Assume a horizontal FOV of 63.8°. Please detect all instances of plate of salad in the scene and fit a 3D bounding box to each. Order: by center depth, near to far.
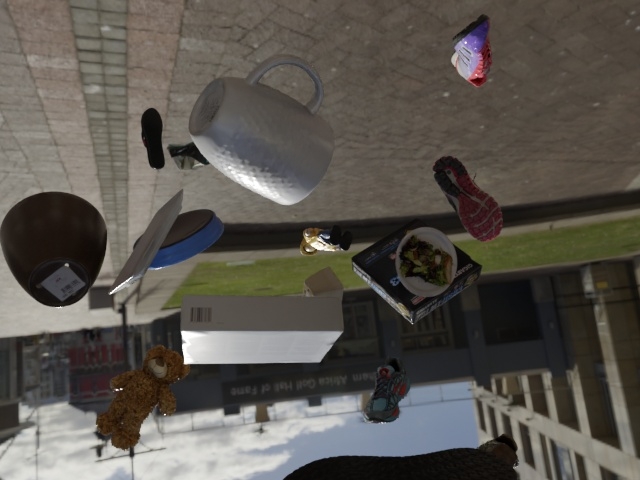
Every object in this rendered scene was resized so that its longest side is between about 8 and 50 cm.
[{"bbox_3d":[0.306,0.061,1.456,0.199,0.200,0.048,-4,179,-18],"label":"plate of salad"}]

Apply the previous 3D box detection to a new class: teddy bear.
[{"bbox_3d":[-0.575,0.494,1.646,0.338,0.245,0.113,-40,142,-7],"label":"teddy bear"}]

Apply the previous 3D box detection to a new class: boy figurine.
[{"bbox_3d":[0.000,0.000,2.042,0.177,0.092,0.285,27,159,-28],"label":"boy figurine"}]

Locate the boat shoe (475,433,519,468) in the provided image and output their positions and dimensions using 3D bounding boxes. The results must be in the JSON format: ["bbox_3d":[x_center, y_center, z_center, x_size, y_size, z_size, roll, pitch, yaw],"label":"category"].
[{"bbox_3d":[0.421,0.500,1.191,0.095,0.095,0.257,-49,159,-1],"label":"boat shoe"}]

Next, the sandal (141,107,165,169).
[{"bbox_3d":[-0.496,-0.297,1.504,0.040,0.179,0.067,2,-171,42],"label":"sandal"}]

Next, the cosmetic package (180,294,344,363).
[{"bbox_3d":[-0.157,0.233,1.306,0.377,0.097,0.284,2,149,-13],"label":"cosmetic package"}]

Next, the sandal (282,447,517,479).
[{"bbox_3d":[0.146,0.451,0.883,0.445,0.107,0.167,5,-174,-20],"label":"sandal"}]

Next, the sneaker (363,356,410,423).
[{"bbox_3d":[0.181,0.425,1.486,0.104,0.125,0.262,-8,-168,24],"label":"sneaker"}]

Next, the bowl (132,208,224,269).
[{"bbox_3d":[-0.602,-0.017,2.168,0.391,0.077,0.391,-16,-154,8],"label":"bowl"}]

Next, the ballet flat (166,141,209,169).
[{"bbox_3d":[-0.456,-0.291,1.765,0.095,0.096,0.280,-3,-172,-37],"label":"ballet flat"}]

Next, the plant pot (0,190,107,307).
[{"bbox_3d":[-0.543,0.036,1.065,0.215,0.215,0.230,-1,-156,-30],"label":"plant pot"}]

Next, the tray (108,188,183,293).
[{"bbox_3d":[-0.401,0.005,1.215,0.030,0.270,0.145,39,136,-25],"label":"tray"}]

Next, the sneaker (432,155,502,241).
[{"bbox_3d":[0.459,-0.134,1.594,0.121,0.299,0.112,-32,179,12],"label":"sneaker"}]

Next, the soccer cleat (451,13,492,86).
[{"bbox_3d":[0.418,-0.499,1.369,0.108,0.116,0.318,-34,177,11],"label":"soccer cleat"}]

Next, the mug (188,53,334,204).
[{"bbox_3d":[-0.143,-0.318,1.376,0.328,0.276,0.374,25,112,-39],"label":"mug"}]

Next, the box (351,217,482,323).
[{"bbox_3d":[0.301,0.086,1.635,0.295,0.293,0.073,-29,137,-21],"label":"box"}]

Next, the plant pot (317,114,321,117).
[{"bbox_3d":[-0.116,-0.347,2.020,0.274,0.275,0.243,-6,136,-6],"label":"plant pot"}]

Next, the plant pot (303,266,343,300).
[{"bbox_3d":[0.003,0.165,1.648,0.096,0.109,0.109,-11,130,-24],"label":"plant pot"}]
